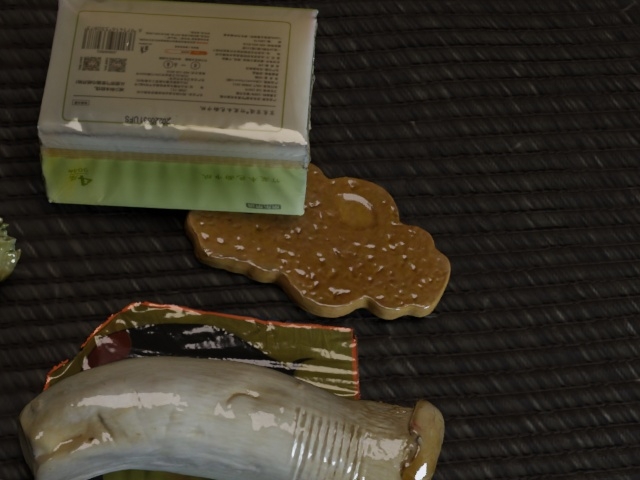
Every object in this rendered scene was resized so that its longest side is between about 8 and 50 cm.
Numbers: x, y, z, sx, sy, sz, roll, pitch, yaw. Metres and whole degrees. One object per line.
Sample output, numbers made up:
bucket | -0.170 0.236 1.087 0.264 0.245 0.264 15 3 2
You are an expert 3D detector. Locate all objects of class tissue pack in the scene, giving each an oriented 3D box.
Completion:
tissue pack | -0.122 -0.118 1.570 0.234 0.125 0.159 3 57 0

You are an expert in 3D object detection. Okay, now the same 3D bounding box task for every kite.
kite | -0.089 0.195 1.502 0.327 0.013 0.377 45 62 10

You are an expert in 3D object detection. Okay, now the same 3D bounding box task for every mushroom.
mushroom | -0.070 0.159 1.465 0.351 0.095 0.123 6 74 -11

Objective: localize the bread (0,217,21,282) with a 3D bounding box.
bread | -0.356 0.075 1.456 0.098 0.087 0.269 35 60 4

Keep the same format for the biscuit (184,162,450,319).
biscuit | 0.002 -0.002 1.611 0.236 0.040 0.144 25 65 0
